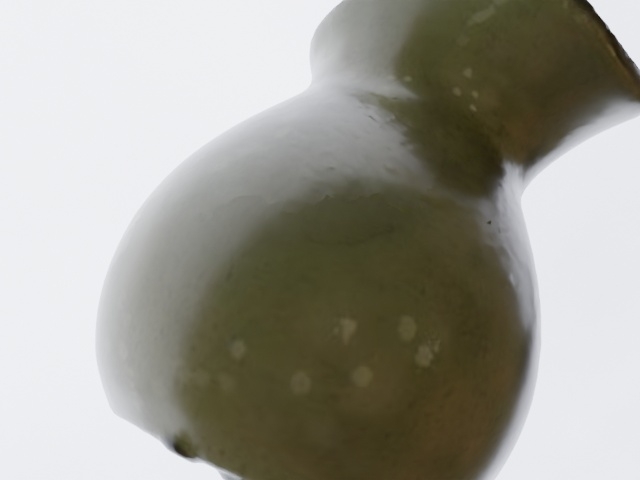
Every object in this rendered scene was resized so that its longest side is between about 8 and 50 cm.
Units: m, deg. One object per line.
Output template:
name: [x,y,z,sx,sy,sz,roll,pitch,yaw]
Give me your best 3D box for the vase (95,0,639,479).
vase: [0.000,0.000,0.500,0.241,0.329,0.302,37,-108,-31]
